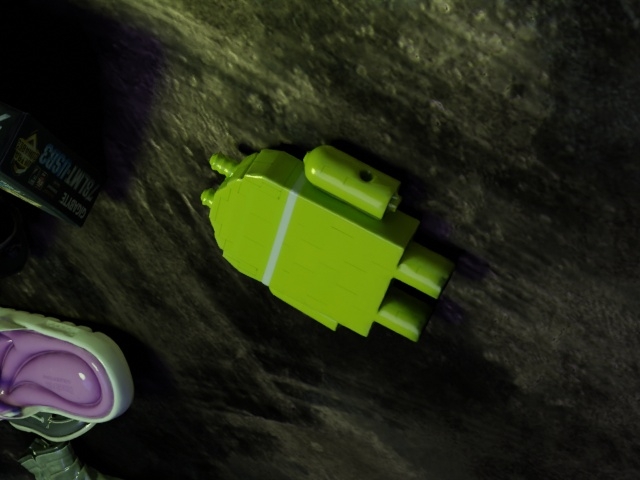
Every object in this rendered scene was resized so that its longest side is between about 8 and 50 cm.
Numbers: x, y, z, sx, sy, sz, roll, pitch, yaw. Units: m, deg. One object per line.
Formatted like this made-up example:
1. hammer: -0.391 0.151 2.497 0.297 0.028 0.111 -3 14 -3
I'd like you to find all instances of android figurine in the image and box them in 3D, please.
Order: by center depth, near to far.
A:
1. android figurine: 0.000 0.000 1.583 0.273 0.056 0.248 28 144 8

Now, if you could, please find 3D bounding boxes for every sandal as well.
1. sandal: -0.419 0.171 2.028 0.416 0.102 0.169 -6 106 39

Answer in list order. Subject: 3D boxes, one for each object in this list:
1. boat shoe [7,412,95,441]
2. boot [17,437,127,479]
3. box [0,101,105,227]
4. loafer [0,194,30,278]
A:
1. boat shoe: -0.372 0.222 2.107 0.206 0.075 0.065 -2 134 45
2. boot: -0.328 0.344 2.211 0.246 0.083 0.161 -15 116 44
3. box: -0.398 -0.127 1.621 0.293 0.073 0.295 24 174 11
4. loafer: -0.393 -0.014 1.765 0.095 0.109 0.302 13 165 18
